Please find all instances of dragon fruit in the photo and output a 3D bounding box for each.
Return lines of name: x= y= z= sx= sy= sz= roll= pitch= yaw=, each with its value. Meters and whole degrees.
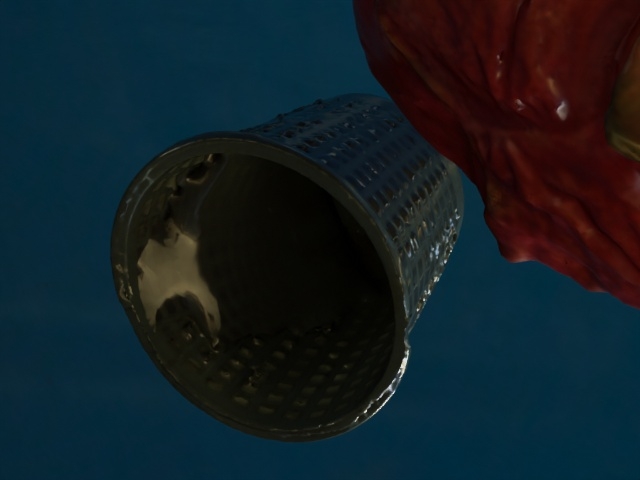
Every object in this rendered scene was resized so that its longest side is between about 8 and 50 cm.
dragon fruit: x=0.193 y=-0.104 z=0.642 sx=0.240 sy=0.302 sz=0.330 roll=-39 pitch=-112 yaw=-21

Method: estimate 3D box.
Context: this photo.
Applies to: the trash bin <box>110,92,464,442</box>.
trash bin: x=0.000 y=0.000 z=0.894 sx=0.161 sy=0.175 sz=0.175 roll=-40 pitch=-66 yaw=-55
